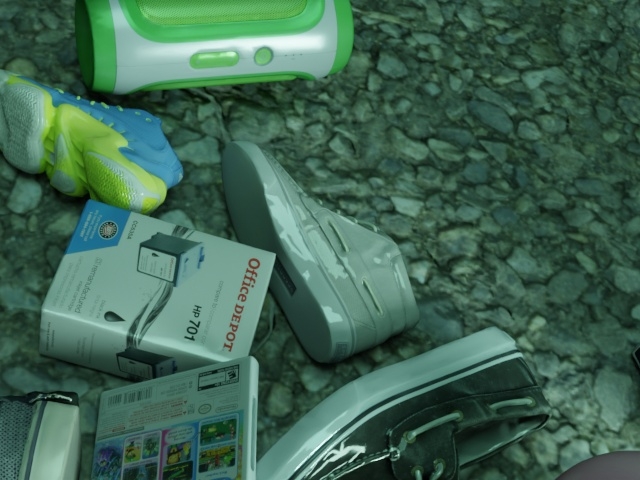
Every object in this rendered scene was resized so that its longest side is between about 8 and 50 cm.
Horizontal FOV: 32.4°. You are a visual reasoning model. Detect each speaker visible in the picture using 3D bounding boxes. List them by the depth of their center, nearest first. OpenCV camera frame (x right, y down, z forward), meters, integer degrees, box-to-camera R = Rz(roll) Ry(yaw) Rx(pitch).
[{"bbox_3d":[-0.118,-0.234,1.238,0.296,0.131,0.131,-8,57,-21],"label":"speaker"}]

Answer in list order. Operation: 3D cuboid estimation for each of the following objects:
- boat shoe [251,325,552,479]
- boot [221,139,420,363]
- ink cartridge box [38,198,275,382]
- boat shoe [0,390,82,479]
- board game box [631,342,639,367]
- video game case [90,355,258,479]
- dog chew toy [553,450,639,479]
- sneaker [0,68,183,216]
[{"bbox_3d":[0.084,0.181,0.987,0.335,0.121,0.119,-24,60,-31],"label":"boat shoe"},{"bbox_3d":[0.000,0.000,1.130,0.123,0.095,0.258,-16,68,-32],"label":"boot"},{"bbox_3d":[-0.152,0.059,1.040,0.190,0.082,0.140,15,52,-2],"label":"ink cartridge box"},{"bbox_3d":[-0.284,0.265,0.836,0.158,0.127,0.341,5,45,-4],"label":"boat shoe"},{"bbox_3d":[0.421,0.105,1.023,0.053,0.305,0.193,-7,57,-23],"label":"board game box"},{"bbox_3d":[-0.126,0.179,0.941,0.157,0.019,0.143,-15,51,19],"label":"video game case"},{"bbox_3d":[0.222,0.331,0.875,0.206,0.207,0.332,34,60,10],"label":"dog chew toy"},{"bbox_3d":[-0.245,-0.107,1.148,0.240,0.091,0.126,38,35,14],"label":"sneaker"}]
